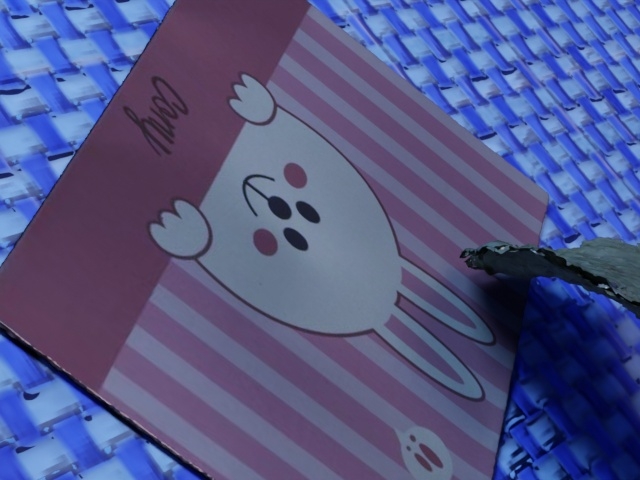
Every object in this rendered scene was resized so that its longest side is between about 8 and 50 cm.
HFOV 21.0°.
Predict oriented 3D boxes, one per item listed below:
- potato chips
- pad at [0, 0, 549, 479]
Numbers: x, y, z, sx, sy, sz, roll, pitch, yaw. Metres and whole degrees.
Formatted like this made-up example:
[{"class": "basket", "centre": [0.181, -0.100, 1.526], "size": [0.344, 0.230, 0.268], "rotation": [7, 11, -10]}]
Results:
[{"class": "potato chips", "centre": [0.135, 0.052, 0.658], "size": [0.167, 0.059, 0.228], "rotation": [29, 17, -45]}, {"class": "pad", "centre": [0.000, 0.000, 0.678], "size": [0.202, 0.005, 0.299], "rotation": [38, 34, -10]}]
